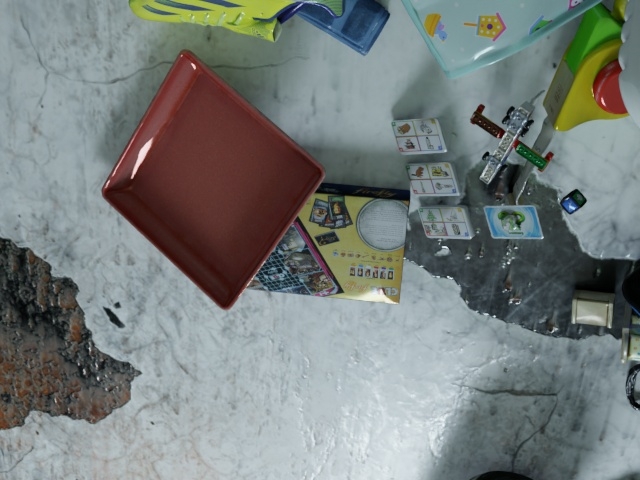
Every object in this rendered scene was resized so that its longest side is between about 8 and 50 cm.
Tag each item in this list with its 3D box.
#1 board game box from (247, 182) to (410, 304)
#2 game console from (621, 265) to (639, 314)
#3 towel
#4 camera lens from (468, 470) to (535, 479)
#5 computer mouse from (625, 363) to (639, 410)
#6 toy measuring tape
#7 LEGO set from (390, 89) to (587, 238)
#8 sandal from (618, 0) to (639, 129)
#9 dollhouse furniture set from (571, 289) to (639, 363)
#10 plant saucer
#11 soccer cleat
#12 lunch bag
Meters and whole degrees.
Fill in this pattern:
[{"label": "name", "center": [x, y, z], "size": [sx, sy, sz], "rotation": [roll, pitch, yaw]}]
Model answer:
[{"label": "board game box", "center": [0.000, 0.000, 1.179], "size": [0.243, 0.042, 0.165], "rotation": [6, 115, 5]}, {"label": "game console", "center": [0.571, 0.073, 1.004], "size": [0.293, 0.173, 0.250], "rotation": [49, 116, 16]}, {"label": "towel", "center": [0.024, -0.293, 1.047], "size": [0.119, 0.029, 0.067], "rotation": [30, 114, -7]}, {"label": "camera lens", "center": [0.274, 0.519, 1.287], "size": [0.219, 0.219, 0.274], "rotation": [22, 116, -3]}, {"label": "computer mouse", "center": [0.508, 0.152, 1.191], "size": [0.071, 0.041, 0.242], "rotation": [25, 123, 10]}, {"label": "toy measuring tape", "center": [0.340, -0.158, 1.031], "size": [0.121, 0.121, 0.330], "rotation": [15, 129, 0]}, {"label": "LEGO set", "center": [0.222, -0.090, 1.068], "size": [0.244, 0.060, 0.183], "rotation": [1, 120, 44]}, {"label": "sandal", "center": [0.392, -0.284, 0.838], "size": [0.169, 0.417, 0.102], "rotation": [25, 158, -38]}, {"label": "dollhouse furniture set", "center": [0.439, 0.171, 1.145], "size": [0.181, 0.101, 0.161], "rotation": [5, 118, 23]}, {"label": "plant saucer", "center": [-0.145, -0.081, 1.122], "size": [0.259, 0.047, 0.258], "rotation": [41, 115, 10]}, {"label": "soccer cleat", "center": [-0.106, -0.293, 1.011], "size": [0.289, 0.093, 0.121], "rotation": [-6, 117, 21]}, {"label": "lunch bag", "center": [0.204, -0.336, 0.933], "size": [0.262, 0.160, 0.223], "rotation": [-29, 109, 13]}]
